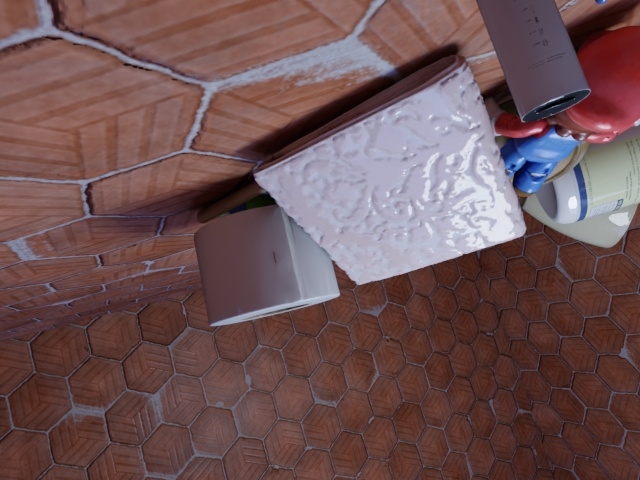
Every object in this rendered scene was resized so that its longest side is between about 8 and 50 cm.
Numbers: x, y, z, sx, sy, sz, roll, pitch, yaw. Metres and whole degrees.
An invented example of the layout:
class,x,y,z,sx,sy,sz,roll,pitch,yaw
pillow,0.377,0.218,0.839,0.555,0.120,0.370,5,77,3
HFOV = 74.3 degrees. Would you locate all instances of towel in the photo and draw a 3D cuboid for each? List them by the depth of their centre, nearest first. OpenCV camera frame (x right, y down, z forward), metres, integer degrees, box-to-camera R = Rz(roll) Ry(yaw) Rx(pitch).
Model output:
class,x,y,z,sx,sy,sz,roll,pitch,yaw
towel,0.118,-0.068,0.648,0.316,0.054,0.332,-21,135,25

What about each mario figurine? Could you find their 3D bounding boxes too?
class,x,y,z,sx,sy,sz,roll,pitch,yaw
mario figurine,0.369,-0.199,0.650,0.198,0.170,0.320,-24,165,-15

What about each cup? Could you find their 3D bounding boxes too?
class,x,y,z,sx,sy,sz,roll,pitch,yaw
cup,0.715,-0.158,1.206,0.236,0.331,0.331,8,180,16

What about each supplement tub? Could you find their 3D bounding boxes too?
class,x,y,z,sx,sy,sz,roll,pitch,yaw
supplement tub,0.652,-0.190,0.927,0.324,0.236,0.235,-18,173,16

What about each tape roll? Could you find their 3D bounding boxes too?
class,x,y,z,sx,sy,sz,roll,pitch,yaw
tape roll,-0.100,0.052,0.791,0.246,0.169,0.246,-13,170,-2

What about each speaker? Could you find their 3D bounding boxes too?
class,x,y,z,sx,sy,sz,roll,pitch,yaw
speaker,0.177,-0.173,0.360,0.055,0.136,0.055,-17,173,-2

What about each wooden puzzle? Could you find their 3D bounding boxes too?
class,x,y,z,sx,sy,sz,roll,pitch,yaw
wooden puzzle,-0.017,-0.081,0.851,0.322,0.081,0.347,-22,171,34

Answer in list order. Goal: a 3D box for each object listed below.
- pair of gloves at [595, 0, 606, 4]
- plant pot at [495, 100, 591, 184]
class,x,y,z,sx,sy,sz,roll,pitch,yaw
pair of gloves,0.350,-0.285,0.366,0.198,0.023,0.159,-17,173,10
plant pot,0.385,-0.167,0.805,0.236,0.033,0.236,6,148,4
